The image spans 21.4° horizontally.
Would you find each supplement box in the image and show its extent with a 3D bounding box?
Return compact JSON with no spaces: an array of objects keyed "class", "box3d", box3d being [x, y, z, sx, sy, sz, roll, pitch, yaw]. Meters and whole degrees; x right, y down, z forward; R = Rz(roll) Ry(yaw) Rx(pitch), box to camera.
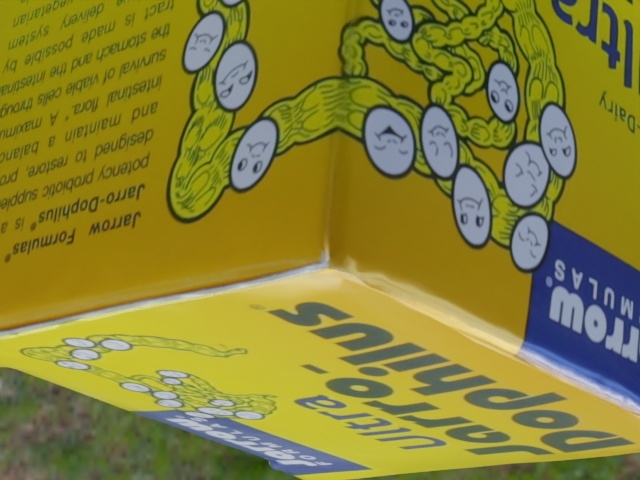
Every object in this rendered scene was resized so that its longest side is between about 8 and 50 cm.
[{"class":"supplement box","box3d":[0.019,-0.109,0.638,0.195,0.357,0.194,-13,152,43]}]
